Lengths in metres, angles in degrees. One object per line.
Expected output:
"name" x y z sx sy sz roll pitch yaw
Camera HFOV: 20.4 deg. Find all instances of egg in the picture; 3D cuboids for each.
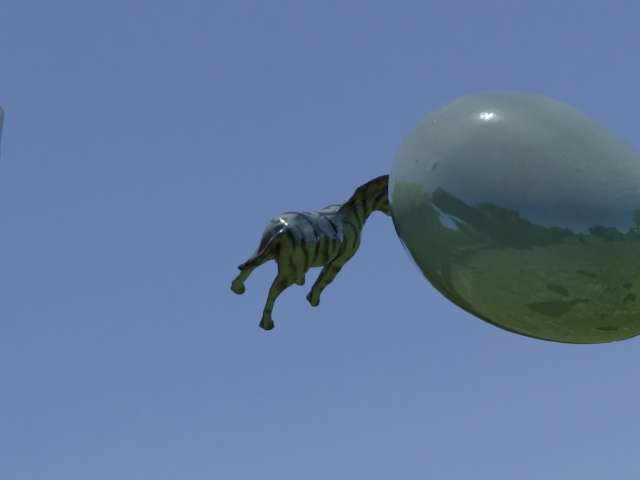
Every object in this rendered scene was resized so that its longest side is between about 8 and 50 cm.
"egg" 0.211 -0.021 1.738 0.230 0.371 0.230 -14 -62 -28

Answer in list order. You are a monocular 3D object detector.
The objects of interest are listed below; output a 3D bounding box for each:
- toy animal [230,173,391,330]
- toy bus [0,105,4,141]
"toy animal" -0.001 0.011 2.188 0.255 0.090 0.170 -31 -28 -36
"toy bus" -0.364 -0.073 1.634 0.123 0.335 0.121 -31 -67 5
